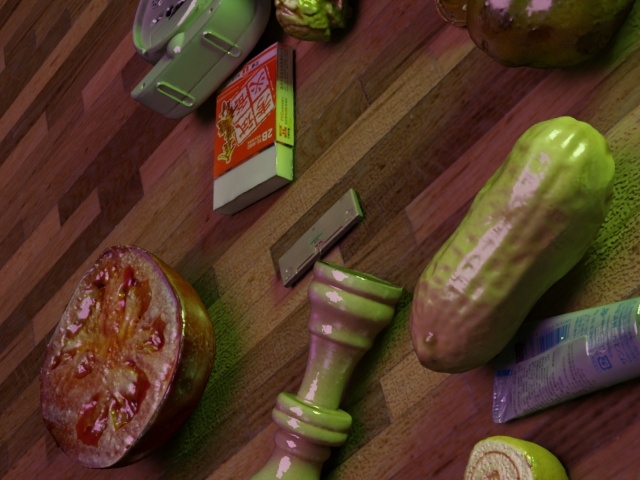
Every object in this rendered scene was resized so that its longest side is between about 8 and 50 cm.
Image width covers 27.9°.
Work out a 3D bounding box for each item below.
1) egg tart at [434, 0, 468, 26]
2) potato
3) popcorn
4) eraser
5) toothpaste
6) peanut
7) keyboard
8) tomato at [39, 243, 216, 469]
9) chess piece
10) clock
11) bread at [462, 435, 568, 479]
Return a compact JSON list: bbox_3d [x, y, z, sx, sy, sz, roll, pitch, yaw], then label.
[{"bbox_3d":[0.186,-0.340,1.654,0.130,0.052,0.130,-26,56,46],"label":"egg tart"},{"bbox_3d":[0.278,-0.368,1.426,0.195,0.177,0.369,-127,50,-64],"label":"potato"},{"bbox_3d":[-0.008,-0.342,1.851,0.106,0.121,0.116,22,101,19],"label":"popcorn"},{"bbox_3d":[-0.102,-0.168,1.945,0.157,0.038,0.230,-27,55,43],"label":"eraser"},{"bbox_3d":[0.282,0.113,1.330,0.299,0.073,0.114,-26,53,52],"label":"toothpaste"},{"bbox_3d":[0.209,0.012,1.395,0.318,0.148,0.147,-59,39,16],"label":"peanut"},{"bbox_3d":[0.000,0.000,1.765,0.166,0.017,0.055,-44,40,30],"label":"keyboard"},{"bbox_3d":[-0.264,0.186,1.907,0.338,0.144,0.338,-19,62,41],"label":"tomato"},{"bbox_3d":[-0.015,0.226,1.610,0.117,0.117,0.397,22,94,53],"label":"chess piece"},{"bbox_3d":[-0.203,-0.373,2.081,0.265,0.109,0.324,-44,37,30],"label":"clock"},{"bbox_3d":[0.208,0.283,1.341,0.122,0.073,0.149,1,78,46],"label":"bread"}]
